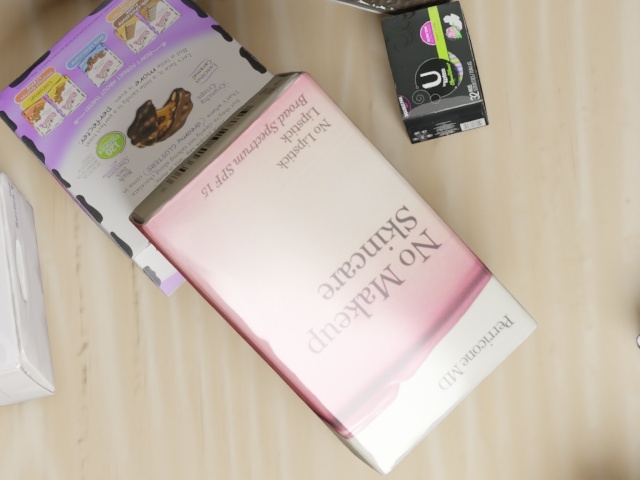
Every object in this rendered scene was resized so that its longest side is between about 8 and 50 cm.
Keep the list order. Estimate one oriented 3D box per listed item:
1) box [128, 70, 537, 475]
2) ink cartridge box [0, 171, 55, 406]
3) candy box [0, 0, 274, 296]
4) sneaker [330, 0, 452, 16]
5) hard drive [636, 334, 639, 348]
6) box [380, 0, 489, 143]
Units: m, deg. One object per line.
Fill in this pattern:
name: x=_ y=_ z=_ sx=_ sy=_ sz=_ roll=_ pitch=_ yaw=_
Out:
box: x=0.005 y=0.019 z=1.278 sx=0.148 sy=0.127 sz=0.232 roll=-45 pitch=99 yaw=-5
ink cartridge box: x=-0.314 y=0.053 z=1.398 sx=0.219 sy=0.092 sz=0.160 roll=-12 pitch=70 yaw=6
candy box: x=-0.118 y=-0.084 z=1.403 sx=0.165 sy=0.070 sz=0.196 roll=-42 pitch=58 yaw=-5
sneaker: x=-0.039 y=-0.249 z=1.411 sx=0.290 sy=0.106 sz=0.123 roll=15 pitch=43 yaw=-16
hard drive: x=0.410 y=0.045 z=1.253 sx=0.339 sy=0.064 sz=0.237 roll=-40 pitch=69 yaw=4
box: x=0.084 y=-0.123 z=1.404 sx=0.062 sy=0.052 sz=0.083 roll=-14 pitch=70 yaw=6
